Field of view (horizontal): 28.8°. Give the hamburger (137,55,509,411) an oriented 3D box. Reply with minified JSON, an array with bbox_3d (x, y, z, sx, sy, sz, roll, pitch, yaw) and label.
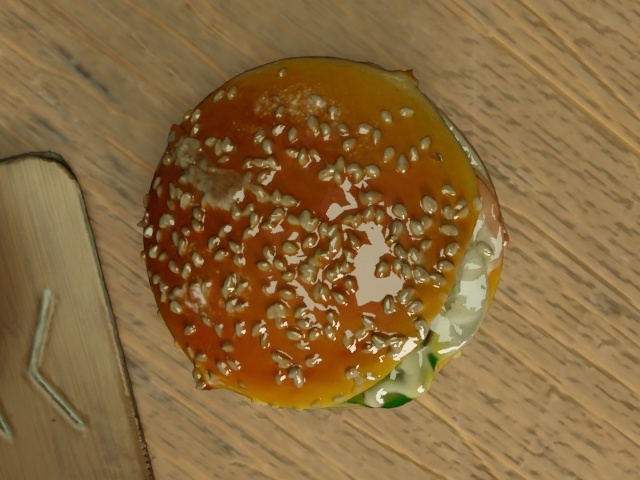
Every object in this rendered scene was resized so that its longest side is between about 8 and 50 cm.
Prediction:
[{"bbox_3d":[0.001,-0.004,0.773,0.237,0.147,0.237,0,93,-1],"label":"hamburger"}]

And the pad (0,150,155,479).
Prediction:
[{"bbox_3d":[-0.271,0.105,0.837,0.284,0.018,0.286,-13,96,-1],"label":"pad"}]
